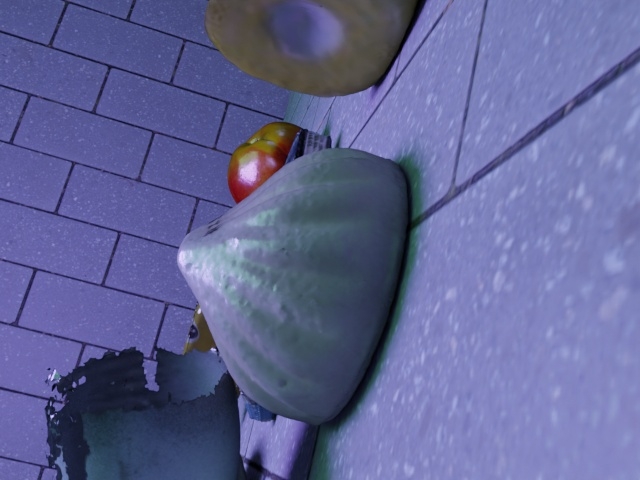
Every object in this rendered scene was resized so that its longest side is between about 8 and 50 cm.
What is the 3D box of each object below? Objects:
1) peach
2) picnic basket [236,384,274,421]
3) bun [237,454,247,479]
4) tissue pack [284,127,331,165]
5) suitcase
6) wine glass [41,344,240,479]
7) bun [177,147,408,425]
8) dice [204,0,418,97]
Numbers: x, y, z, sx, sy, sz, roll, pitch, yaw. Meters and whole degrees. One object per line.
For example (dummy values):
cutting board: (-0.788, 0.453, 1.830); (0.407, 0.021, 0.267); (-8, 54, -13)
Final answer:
peach: (-0.070, -0.114, 1.240); (0.190, 0.192, 0.190); (-28, 31, 19)
picnic basket: (-0.083, 0.202, 0.918); (0.083, 0.065, 0.083); (158, 111, -85)
bun: (-0.187, 0.394, 0.917); (0.283, 0.179, 0.283); (-58, -7, -11)
tissue pack: (-0.039, -0.037, 1.029); (0.236, 0.073, 0.173); (-84, 13, -46)
suitcase: (-0.178, 0.185, 1.274); (0.194, 0.143, 0.235); (-95, 22, -69)
wine glass: (-0.168, 0.277, 0.675); (0.190, 0.190, 0.357); (-121, 27, -78)
bun: (-0.043, 0.026, 0.621); (0.263, 0.175, 0.263); (-164, 90, -80)
dice: (-0.001, -0.335, 0.814); (0.238, 0.226, 0.233); (126, 158, -61)
